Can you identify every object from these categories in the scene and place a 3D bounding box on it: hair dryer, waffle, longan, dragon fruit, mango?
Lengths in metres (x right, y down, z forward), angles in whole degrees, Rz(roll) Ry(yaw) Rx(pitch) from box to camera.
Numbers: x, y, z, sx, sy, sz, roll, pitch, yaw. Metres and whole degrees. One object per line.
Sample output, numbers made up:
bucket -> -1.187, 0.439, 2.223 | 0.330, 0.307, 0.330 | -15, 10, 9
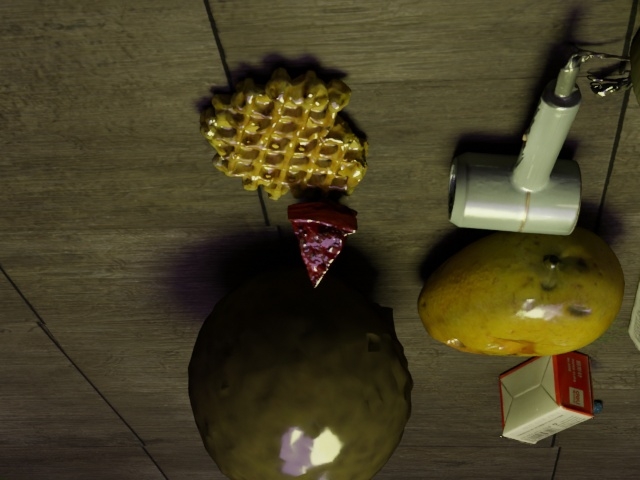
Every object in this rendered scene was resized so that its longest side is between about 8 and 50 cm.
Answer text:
hair dryer -> 0.273, -0.130, 1.348 | 0.173, 0.108, 0.357 | 3, 149, -2
waffle -> -0.033, -0.134, 1.420 | 0.249, 0.056, 0.253 | -24, 138, 39
longan -> -0.027, 0.234, 1.715 | 0.391, 0.391, 0.391 | 2, 149, 1
dragon fruit -> 0.018, -0.009, 1.536 | 0.092, 0.122, 0.192 | -18, -178, 4
mango -> 0.304, 0.086, 1.655 | 0.253, 0.182, 0.365 | 21, 156, -32

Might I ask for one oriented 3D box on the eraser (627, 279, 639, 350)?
eraser -> 0.627, 0.085, 1.695 | 0.213, 0.082, 0.397 | -4, 148, 8

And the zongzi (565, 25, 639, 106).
zongzi -> 0.526, -0.218, 1.122 | 0.418, 0.181, 0.447 | 8, 151, -8

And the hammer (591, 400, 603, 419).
hammer -> 0.497, 0.368, 2.206 | 0.193, 0.070, 0.116 | -14, 145, 11

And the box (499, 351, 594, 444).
box -> 0.435, 0.302, 2.027 | 0.099, 0.133, 0.182 | 19, 143, -23
